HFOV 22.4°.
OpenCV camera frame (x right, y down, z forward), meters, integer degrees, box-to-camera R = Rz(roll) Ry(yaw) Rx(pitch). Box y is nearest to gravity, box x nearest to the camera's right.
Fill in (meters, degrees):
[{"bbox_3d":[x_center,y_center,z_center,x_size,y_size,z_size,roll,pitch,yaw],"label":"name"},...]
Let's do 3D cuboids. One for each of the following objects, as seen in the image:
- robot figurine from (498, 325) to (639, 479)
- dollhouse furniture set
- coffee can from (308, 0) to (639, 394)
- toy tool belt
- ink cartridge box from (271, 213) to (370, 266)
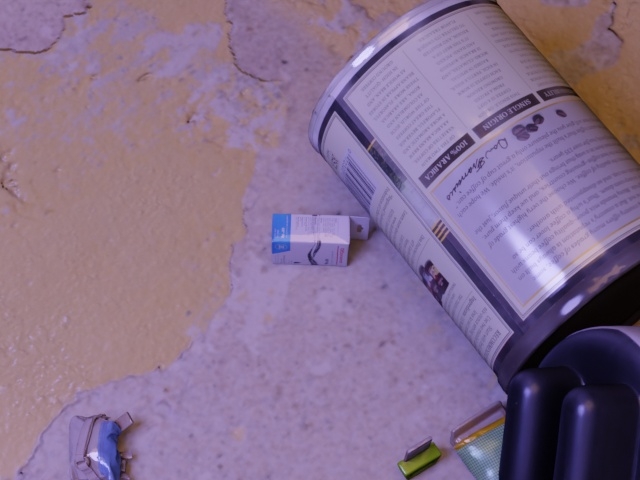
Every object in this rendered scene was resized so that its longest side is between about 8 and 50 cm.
[{"bbox_3d":[0.265,0.152,1.227,0.278,0.173,0.209,2,46,-36],"label":"robot figurine"},{"bbox_3d":[0.114,0.187,1.302,0.152,0.058,0.076,-30,70,-14],"label":"dollhouse furniture set"},{"bbox_3d":[0.149,-0.041,1.328,0.201,0.201,0.275,-32,70,-15],"label":"coffee can"},{"bbox_3d":[-0.175,0.180,1.303,0.051,0.052,0.083,-7,66,5],"label":"toy tool belt"},{"bbox_3d":[0.000,0.000,1.390,0.083,0.048,0.028,1,66,0],"label":"ink cartridge box"}]
